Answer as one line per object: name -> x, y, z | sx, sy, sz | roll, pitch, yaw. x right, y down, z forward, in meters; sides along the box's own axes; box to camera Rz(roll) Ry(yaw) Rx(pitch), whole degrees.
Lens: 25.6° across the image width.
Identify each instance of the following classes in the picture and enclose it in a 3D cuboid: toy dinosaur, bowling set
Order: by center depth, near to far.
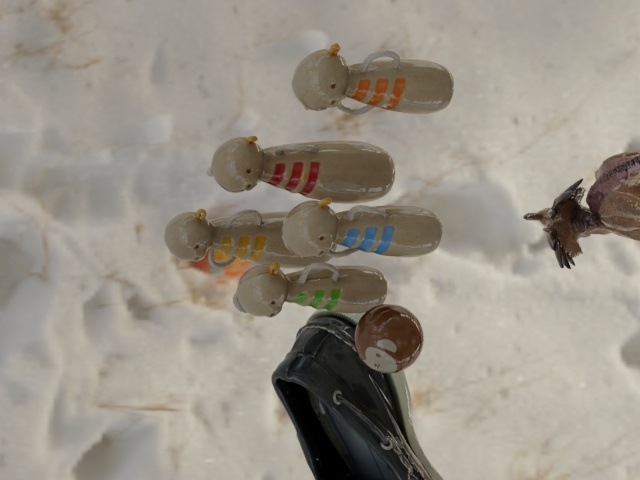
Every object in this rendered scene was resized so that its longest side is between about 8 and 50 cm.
bowling set -> 0.000, 0.000, 1.077 | 0.154, 0.287, 0.200 | 2, 54, -27
toy dinosaur -> 0.352, -0.050, 1.642 | 0.200, 0.296, 0.127 | 7, 58, 1

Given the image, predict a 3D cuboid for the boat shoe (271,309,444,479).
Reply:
boat shoe -> 0.044, 0.226, 1.267 | 0.113, 0.127, 0.340 | -39, 121, -42
